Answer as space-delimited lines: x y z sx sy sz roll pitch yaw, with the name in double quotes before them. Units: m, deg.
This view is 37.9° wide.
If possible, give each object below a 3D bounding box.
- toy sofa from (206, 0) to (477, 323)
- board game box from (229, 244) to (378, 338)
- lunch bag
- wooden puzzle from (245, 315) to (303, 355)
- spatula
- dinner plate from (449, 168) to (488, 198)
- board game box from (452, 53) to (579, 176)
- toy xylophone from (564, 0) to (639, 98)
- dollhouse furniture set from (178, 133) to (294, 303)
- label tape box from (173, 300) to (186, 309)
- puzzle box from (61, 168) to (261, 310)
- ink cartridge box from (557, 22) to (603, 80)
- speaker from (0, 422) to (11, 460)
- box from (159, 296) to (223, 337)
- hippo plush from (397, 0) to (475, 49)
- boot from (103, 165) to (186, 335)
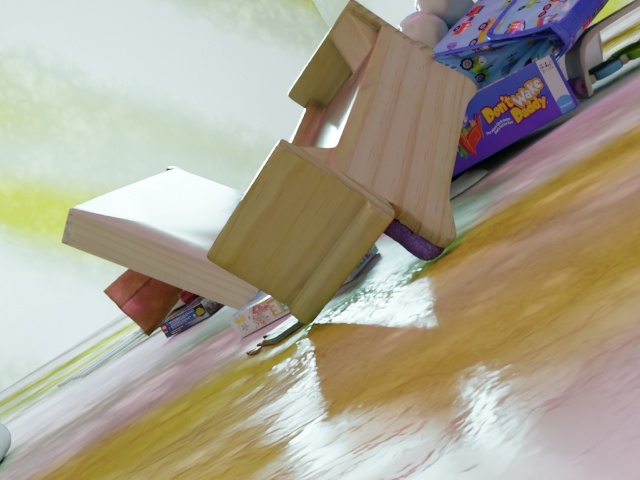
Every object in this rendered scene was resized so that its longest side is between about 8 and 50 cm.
"toy sofa" 0.036 -0.082 0.947 0.150 0.177 0.363 -52 12 35
"board game box" -0.018 0.049 1.034 0.154 0.026 0.103 -29 5 26
"lunch bag" 0.321 -0.311 1.305 0.221 0.138 0.293 -48 14 -22
"wooden puzzle" -0.034 0.085 0.892 0.083 0.006 0.049 -34 5 -27
"spatula" -0.400 0.208 1.838 0.242 0.019 0.168 -35 7 -38
"dinner plate" 0.147 -0.058 1.178 0.141 0.017 0.141 -30 6 4
"board game box" 0.156 -0.126 1.296 0.233 0.078 0.347 -29 2 -24
"toy xylophone" 0.482 -0.318 1.329 0.322 0.081 0.236 -30 5 16
"dollhouse furniture set" -0.120 -0.054 1.656 0.374 0.201 0.152 -27 -7 0
"label tape box" -0.208 0.024 1.968 0.347 0.115 0.249 -29 6 45
"puzzle box" -0.166 -0.014 1.377 0.409 0.272 0.052 -45 -26 -74
"ink cartridge box" 0.260 -0.299 1.684 0.385 0.091 0.308 -31 34 -13
"speaker" -0.435 0.270 1.202 0.055 0.055 0.136 -32 5 -11
"box" -0.190 0.106 1.517 0.094 0.027 0.137 -28 5 26
"hippo plush" 0.164 -0.321 1.551 0.236 0.234 0.294 3 53 46
"boot" -0.308 0.014 1.821 0.280 0.264 0.096 -45 -29 -2
